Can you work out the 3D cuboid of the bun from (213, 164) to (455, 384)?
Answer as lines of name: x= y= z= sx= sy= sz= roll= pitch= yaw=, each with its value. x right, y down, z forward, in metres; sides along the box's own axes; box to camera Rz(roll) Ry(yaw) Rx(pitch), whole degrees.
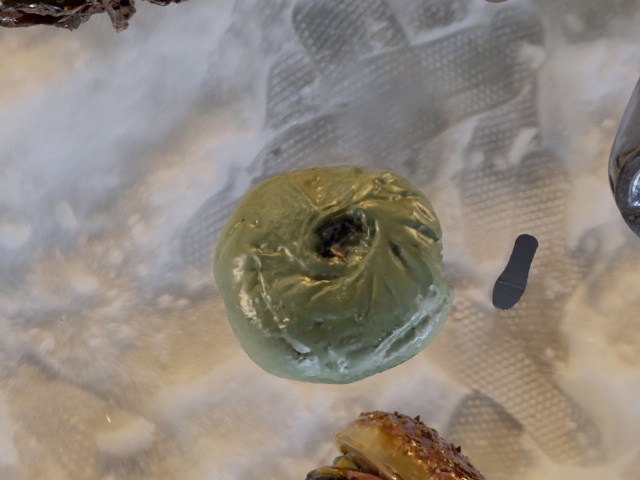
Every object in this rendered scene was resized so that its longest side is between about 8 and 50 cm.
bun: x=0.008 y=0.029 z=1.022 sx=0.221 sy=0.108 sz=0.221 roll=0 pitch=87 yaw=5

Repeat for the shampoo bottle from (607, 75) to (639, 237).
shampoo bottle: x=0.169 y=-0.079 z=0.430 sx=0.049 sy=0.087 sz=0.234 roll=59 pitch=39 yaw=-20

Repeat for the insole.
insole: x=0.283 y=0.047 z=1.663 sx=0.045 sy=0.002 sz=0.135 roll=17 pitch=121 yaw=5

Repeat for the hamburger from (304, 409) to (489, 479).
hamburger: x=0.085 y=0.319 z=1.207 sx=0.225 sy=0.291 sz=0.291 roll=-43 pitch=96 yaw=-14

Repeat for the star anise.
star anise: x=-0.219 y=-0.268 z=1.187 sx=0.288 sy=0.288 sz=0.088 roll=-18 pitch=92 yaw=-13

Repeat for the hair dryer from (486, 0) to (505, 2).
hair dryer: x=0.267 y=-0.383 z=1.170 sx=0.340 sy=0.312 sz=0.123 roll=-31 pitch=77 yaw=12

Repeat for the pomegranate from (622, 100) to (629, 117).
pomegranate: x=0.491 y=-0.122 z=1.343 sx=0.307 sy=0.307 sz=0.307 roll=1 pitch=86 yaw=-13
